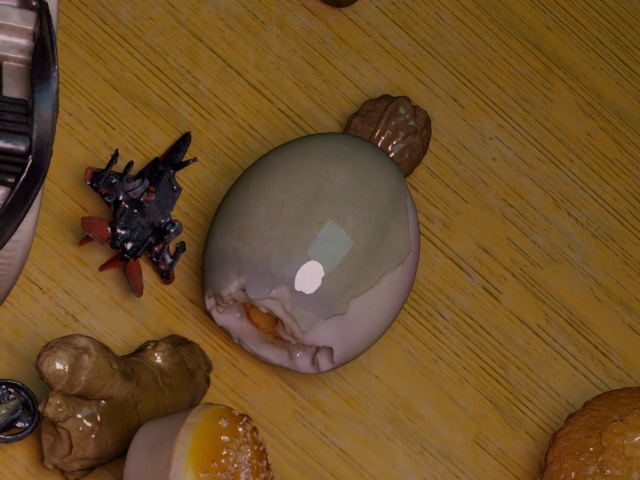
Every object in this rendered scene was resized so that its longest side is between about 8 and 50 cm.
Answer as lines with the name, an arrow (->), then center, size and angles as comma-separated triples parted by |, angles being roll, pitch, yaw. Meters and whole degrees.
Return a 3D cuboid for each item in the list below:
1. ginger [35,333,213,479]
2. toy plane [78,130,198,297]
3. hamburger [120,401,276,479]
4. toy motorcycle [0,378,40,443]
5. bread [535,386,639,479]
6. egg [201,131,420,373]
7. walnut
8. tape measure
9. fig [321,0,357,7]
ginger -> -0.157, 0.132, 1.228 | 0.205, 0.081, 0.115 | 4, 82, -56
toy plane -> -0.144, -0.041, 1.348 | 0.130, 0.061, 0.189 | 53, 46, -24
hamburger -> -0.083, 0.228, 1.171 | 0.116, 0.173, 0.210 | -4, 88, 7
toy motorcycle -> -0.309, 0.141, 1.161 | 0.124, 0.061, 0.193 | 48, 54, 5
bread -> 0.289, 0.250, 1.385 | 0.240, 0.139, 0.240 | 13, 59, -23
egg -> 0.000, 0.000, 1.329 | 0.183, 0.183, 0.217 | 35, 62, -8
walnut -> 0.064, -0.098, 1.487 | 0.079, 0.082, 0.096 | 25, 51, 19
tape measure -> -0.277, -0.065, 1.155 | 0.133, 0.271, 0.231 | 10, 59, -24
fig -> 0.013, -0.279, 1.560 | 0.088, 0.074, 0.074 | 38, 48, 28
